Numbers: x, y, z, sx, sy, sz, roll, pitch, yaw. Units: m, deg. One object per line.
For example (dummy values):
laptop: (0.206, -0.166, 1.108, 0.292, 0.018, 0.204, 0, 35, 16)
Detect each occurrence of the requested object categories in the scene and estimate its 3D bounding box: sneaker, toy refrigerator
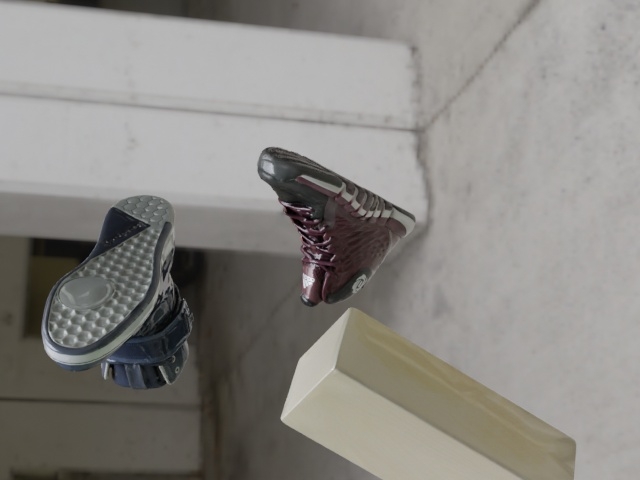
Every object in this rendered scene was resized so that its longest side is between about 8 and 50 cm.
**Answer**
sneaker: (0.000, 0.000, 1.505, 0.106, 0.281, 0.162, 32, 95, 40)
toy refrigerator: (0.108, 0.181, 1.201, 0.102, 0.269, 0.094, -49, 15, 40)
sneaker: (-0.169, 0.084, 1.065, 0.226, 0.086, 0.163, -69, -16, -58)
